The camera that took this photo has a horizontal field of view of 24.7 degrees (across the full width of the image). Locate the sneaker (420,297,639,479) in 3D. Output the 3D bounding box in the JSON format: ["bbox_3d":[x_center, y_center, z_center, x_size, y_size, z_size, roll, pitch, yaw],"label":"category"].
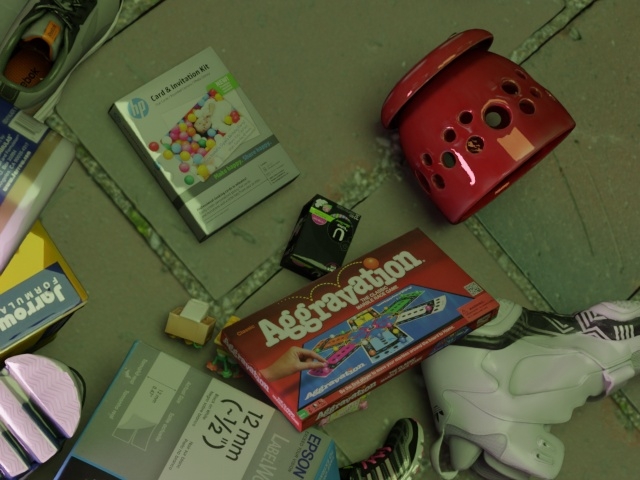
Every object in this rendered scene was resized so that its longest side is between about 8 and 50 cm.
[{"bbox_3d":[0.284,0.182,1.716,0.365,0.137,0.210,2,75,-14],"label":"sneaker"}]

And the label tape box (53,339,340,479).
[{"bbox_3d":[-0.095,0.288,1.488,0.347,0.115,0.249,25,49,2],"label":"label tape box"}]

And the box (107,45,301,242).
[{"bbox_3d":[-0.133,-0.113,1.697,0.145,0.038,0.186,-34,87,-25],"label":"box"}]

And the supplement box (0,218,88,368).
[{"bbox_3d":[-0.423,-0.020,1.480,0.195,0.194,0.357,-32,87,-25],"label":"supplement box"}]

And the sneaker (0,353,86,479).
[{"bbox_3d":[-0.351,0.224,1.480,0.315,0.182,0.127,-35,87,5],"label":"sneaker"}]

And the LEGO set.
[{"bbox_3d":[-0.032,0.140,1.650,0.287,0.107,0.132,-2,41,-16],"label":"LEGO set"}]

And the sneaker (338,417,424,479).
[{"bbox_3d":[0.055,0.264,1.645,0.075,0.063,0.170,36,71,-14],"label":"sneaker"}]

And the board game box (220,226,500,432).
[{"bbox_3d":[0.046,0.091,1.604,0.281,0.027,0.145,-27,55,-29],"label":"board game box"}]

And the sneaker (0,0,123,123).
[{"bbox_3d":[-0.290,-0.241,1.639,0.100,0.108,0.272,28,66,-9],"label":"sneaker"}]

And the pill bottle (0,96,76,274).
[{"bbox_3d":[-0.370,-0.091,1.328,0.264,0.153,0.153,32,67,-9],"label":"pill bottle"}]

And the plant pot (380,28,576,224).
[{"bbox_3d":[0.177,-0.139,1.740,0.191,0.191,0.174,-37,81,-25],"label":"plant pot"}]

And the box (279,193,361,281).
[{"bbox_3d":[0.000,0.000,1.705,0.062,0.052,0.083,26,69,-10],"label":"box"}]
